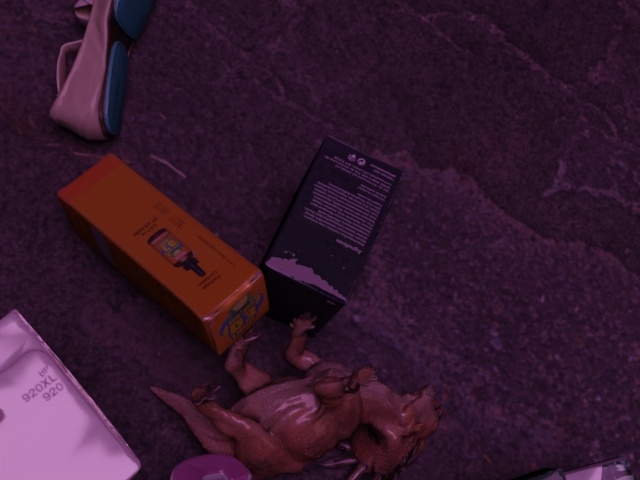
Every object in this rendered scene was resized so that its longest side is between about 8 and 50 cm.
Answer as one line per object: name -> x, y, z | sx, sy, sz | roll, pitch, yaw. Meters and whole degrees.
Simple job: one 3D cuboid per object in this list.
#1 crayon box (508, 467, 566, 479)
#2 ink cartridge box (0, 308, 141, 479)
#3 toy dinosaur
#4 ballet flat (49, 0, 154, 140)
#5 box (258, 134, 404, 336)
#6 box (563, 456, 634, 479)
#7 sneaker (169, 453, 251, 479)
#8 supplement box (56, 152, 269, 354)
crayon box -> 0.107, 0.362, 0.869 | 0.322, 0.083, 0.203 | -20, 76, 0
ink cartridge box -> -0.274, 0.198, 0.803 | 0.171, 0.233, 0.168 | -40, 84, -22
toy dinosaur -> -0.022, 0.190, 0.938 | 0.295, 0.200, 0.127 | -10, 32, 5
ballet flat -> -0.247, -0.230, 1.043 | 0.086, 0.086, 0.249 | 14, 70, -9
box -> 0.000, 0.000, 0.978 | 0.093, 0.156, 0.158 | 26, 68, -3
box -> 0.243, 0.403, 0.931 | 0.232, 0.058, 0.322 | -14, 77, -6
sneaker -> -0.073, 0.313, 0.845 | 0.095, 0.105, 0.236 | -5, 42, -33
supplement box -> -0.159, 0.011, 0.934 | 0.233, 0.080, 0.078 | 36, 63, 28
